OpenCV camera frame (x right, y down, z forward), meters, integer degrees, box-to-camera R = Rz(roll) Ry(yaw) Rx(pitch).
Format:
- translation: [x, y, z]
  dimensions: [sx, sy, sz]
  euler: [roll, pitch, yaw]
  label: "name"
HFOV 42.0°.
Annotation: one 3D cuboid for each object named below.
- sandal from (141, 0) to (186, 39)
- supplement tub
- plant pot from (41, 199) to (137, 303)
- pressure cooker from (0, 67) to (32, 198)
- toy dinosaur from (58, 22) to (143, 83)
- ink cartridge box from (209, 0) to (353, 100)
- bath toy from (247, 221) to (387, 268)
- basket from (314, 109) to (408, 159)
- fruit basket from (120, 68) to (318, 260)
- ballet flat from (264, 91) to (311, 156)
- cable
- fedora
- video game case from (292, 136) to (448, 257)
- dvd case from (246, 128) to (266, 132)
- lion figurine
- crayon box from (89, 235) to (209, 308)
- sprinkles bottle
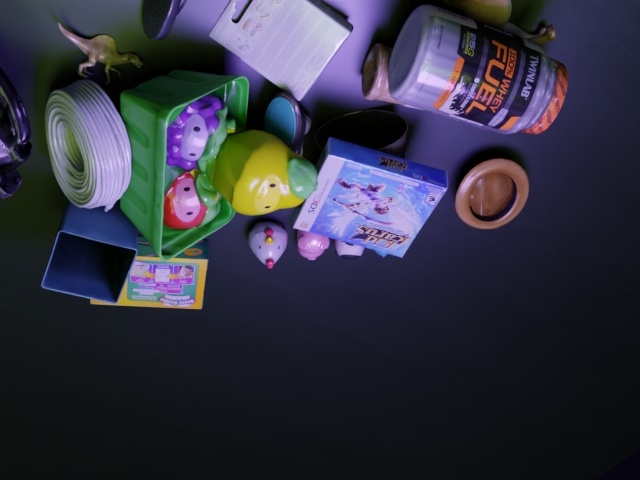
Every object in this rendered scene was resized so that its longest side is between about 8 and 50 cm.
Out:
- translation: [-0.273, -0.490, 1.592]
  dimensions: [0.054, 0.097, 0.254]
  euler: [-3, 136, -42]
  label: "sandal"
- translation: [0.307, -0.324, 1.632]
  dimensions: [0.316, 0.193, 0.193]
  euler: [14, 126, -15]
  label: "supplement tub"
- translation: [-0.503, -0.011, 1.850]
  dimensions: [0.166, 0.234, 0.165]
  euler: [16, 124, -20]
  label: "plant pot"
- translation: [-0.772, -0.230, 1.550]
  dimensions: [0.420, 0.375, 0.370]
  euler: [-29, 158, 14]
  label: "pressure cooker"
- translation: [-0.457, -0.377, 1.688]
  dimensions: [0.183, 0.053, 0.092]
  euler: [18, 109, -31]
  label: "toy dinosaur"
- translation: [-0.079, -0.428, 1.708]
  dimensions: [0.232, 0.066, 0.189]
  euler: [36, 118, -8]
  label: "ink cartridge box"
- translation: [0.000, 0.000, 2.008]
  dimensions: [0.348, 0.129, 0.151]
  euler: [-4, 130, -4]
  label: "bath toy"
- translation: [0.104, -0.157, 1.886]
  dimensions: [0.204, 0.154, 0.226]
  euler: [-8, 134, 4]
  label: "basket"
- translation: [-0.209, -0.141, 1.703]
  dimensions: [0.392, 0.283, 0.392]
  euler: [20, 127, 29]
  label: "fruit basket"
- translation: [-0.075, -0.226, 1.837]
  dimensions: [0.095, 0.096, 0.280]
  euler: [34, 139, 17]
  label: "ballet flat"
- translation: [-0.480, -0.194, 1.703]
  dimensions: [0.089, 0.257, 0.257]
  euler: [-22, 177, -35]
  label: "cable"
- translation: [0.404, -0.122, 2.003]
  dimensions: [0.194, 0.079, 0.194]
  euler: [-4, 123, -6]
  label: "fedora"
- translation: [0.103, -0.086, 1.813]
  dimensions: [0.270, 0.061, 0.244]
  euler: [15, 139, -12]
  label: "video game case"
- translation: [-0.234, -0.187, 1.888]
  dimensions: [0.221, 0.018, 0.164]
  euler: [5, 127, -14]
  label: "dvd case"
- translation: [0.336, -0.465, 1.676]
  dimensions: [0.240, 0.142, 0.392]
  euler: [-13, 134, 11]
  label: "lion figurine"
- translation: [-0.418, 0.077, 2.035]
  dimensions: [0.279, 0.081, 0.165]
  euler: [4, 129, -12]
  label: "crayon box"
- translation: [0.271, -0.328, 1.784]
  dimensions: [0.356, 0.121, 0.121]
  euler: [8, 127, -15]
  label: "sprinkles bottle"
